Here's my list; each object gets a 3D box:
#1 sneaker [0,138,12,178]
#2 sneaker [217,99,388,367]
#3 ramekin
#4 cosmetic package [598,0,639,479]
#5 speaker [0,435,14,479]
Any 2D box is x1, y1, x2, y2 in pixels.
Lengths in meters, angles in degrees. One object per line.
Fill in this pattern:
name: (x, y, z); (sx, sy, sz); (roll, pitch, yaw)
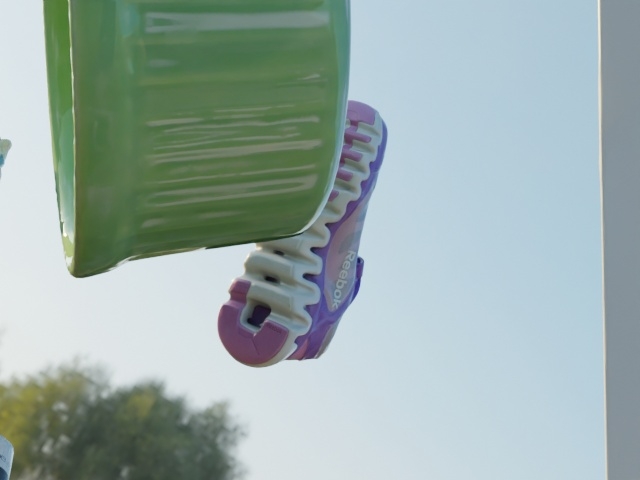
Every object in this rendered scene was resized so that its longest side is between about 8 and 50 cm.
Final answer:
sneaker: (-0.279, -0.034, 1.069); (0.071, 0.083, 0.191); (7, -4, -16)
sneaker: (0.000, 0.000, 1.179); (0.095, 0.236, 0.104); (19, -4, 38)
ramekin: (-0.084, -0.133, 0.839); (0.148, 0.303, 0.303); (-3, -12, -13)
cosmetic package: (0.128, -0.016, 0.439); (0.060, 0.239, 0.099); (-5, -13, 28)
speaker: (-0.250, 0.199, 0.977); (0.055, 0.136, 0.055); (0, -42, 0)
